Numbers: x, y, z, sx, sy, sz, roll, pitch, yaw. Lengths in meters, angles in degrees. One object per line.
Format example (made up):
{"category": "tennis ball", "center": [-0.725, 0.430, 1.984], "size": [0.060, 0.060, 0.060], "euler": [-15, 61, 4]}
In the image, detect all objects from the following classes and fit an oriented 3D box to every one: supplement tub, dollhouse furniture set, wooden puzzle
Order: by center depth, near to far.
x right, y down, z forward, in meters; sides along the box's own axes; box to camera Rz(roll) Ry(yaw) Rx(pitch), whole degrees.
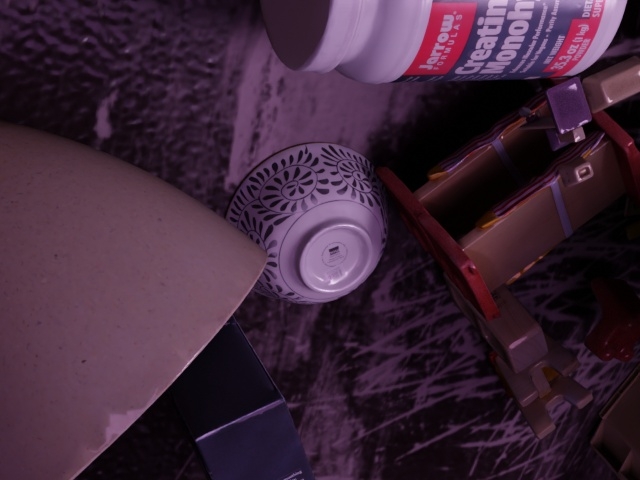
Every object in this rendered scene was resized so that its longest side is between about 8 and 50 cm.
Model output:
{"category": "supplement tub", "center": [0.102, -0.228, 1.217], "size": [0.272, 0.191, 0.191], "euler": [-4, 118, -23]}
{"category": "dollhouse furniture set", "center": [0.239, -0.111, 1.299], "size": [0.114, 0.081, 0.091], "euler": [-25, 103, -21]}
{"category": "dollhouse furniture set", "center": [0.221, 0.016, 1.460], "size": [0.201, 0.152, 0.374], "euler": [-36, 143, -3]}
{"category": "wooden puzzle", "center": [0.357, -0.057, 1.537], "size": [0.078, 0.014, 0.116], "euler": [-15, 122, -17]}

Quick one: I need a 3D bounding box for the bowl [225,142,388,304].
{"category": "bowl", "center": [0.000, 0.000, 1.365], "size": [0.170, 0.080, 0.170], "euler": [-10, 120, -18]}

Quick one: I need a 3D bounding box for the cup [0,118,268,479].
{"category": "cup", "center": [-0.241, 0.043, 1.168], "size": [0.331, 0.331, 0.237], "euler": [-44, 97, 3]}

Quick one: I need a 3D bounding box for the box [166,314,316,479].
{"category": "box", "center": [-0.078, 0.183, 1.384], "size": [0.093, 0.156, 0.158], "euler": [-24, 124, -9]}

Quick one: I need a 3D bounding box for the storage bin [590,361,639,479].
{"category": "storage bin", "center": [0.465, 0.208, 1.581], "size": [0.123, 0.262, 0.260], "euler": [30, 102, -33]}
